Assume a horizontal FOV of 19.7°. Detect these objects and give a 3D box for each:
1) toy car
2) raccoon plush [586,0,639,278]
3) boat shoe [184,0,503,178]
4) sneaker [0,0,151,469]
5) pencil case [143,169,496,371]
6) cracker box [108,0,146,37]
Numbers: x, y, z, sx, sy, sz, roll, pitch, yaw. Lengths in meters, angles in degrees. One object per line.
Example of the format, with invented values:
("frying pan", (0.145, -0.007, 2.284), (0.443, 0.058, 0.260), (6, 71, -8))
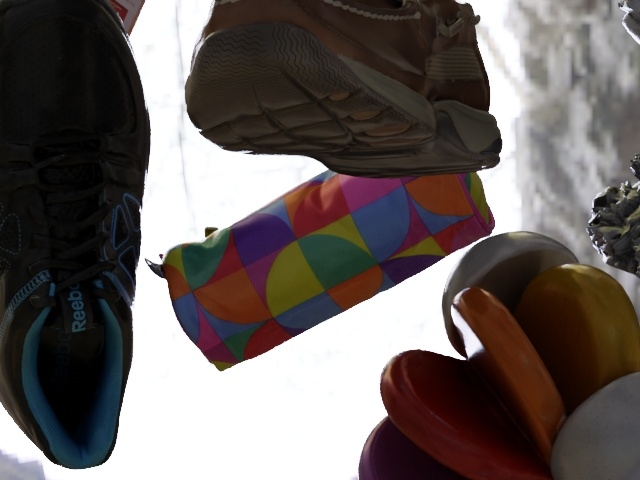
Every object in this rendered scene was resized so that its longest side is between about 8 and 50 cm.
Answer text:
("toy car", (0.085, 0.096, 0.880), (0.136, 0.182, 0.159), (-11, -140, -26))
("raccoon plush", (0.379, -0.081, 1.324), (0.446, 0.299, 0.216), (16, -175, -39))
("boat shoe", (0.014, -0.102, 0.964), (0.123, 0.116, 0.324), (-1, 176, 16))
("sneaker", (-0.166, -0.008, 1.261), (0.125, 0.341, 0.139), (-6, -159, -15))
("pencil case", (0.000, 0.000, 1.270), (0.236, 0.104, 0.104), (-25, -152, 10))
("cracker box", (-0.189, -0.254, 1.555), (0.156, 0.067, 0.232), (-16, -133, 48))
